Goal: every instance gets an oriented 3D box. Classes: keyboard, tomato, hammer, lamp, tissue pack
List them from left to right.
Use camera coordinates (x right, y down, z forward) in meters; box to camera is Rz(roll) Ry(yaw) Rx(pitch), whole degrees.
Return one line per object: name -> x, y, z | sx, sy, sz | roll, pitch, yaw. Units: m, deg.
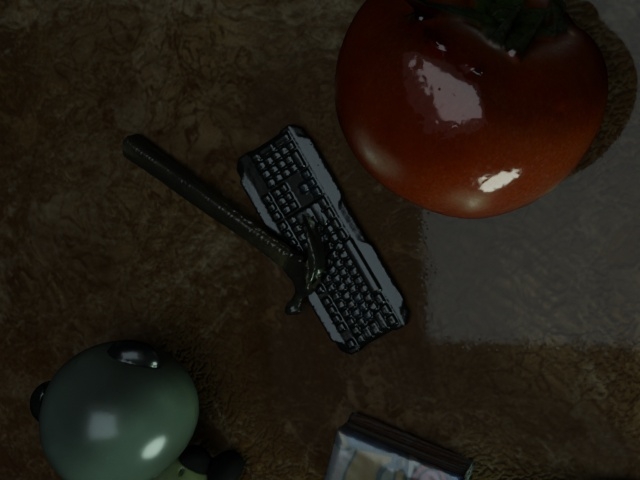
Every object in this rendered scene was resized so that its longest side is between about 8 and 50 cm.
lamp -> -0.219, 0.232, 1.327 | 0.197, 0.198, 0.244 | -29, 111, 24
hammer -> -0.118, -0.035, 1.297 | 0.297, 0.027, 0.125 | 35, 121, 19
keyboard -> 0.000, 0.000, 1.270 | 0.106, 0.016, 0.262 | -31, 87, 25
tissue pack -> 0.082, 0.279, 1.261 | 0.155, 0.065, 0.116 | 19, 107, 16
tomato -> 0.140, -0.144, 1.064 | 0.255, 0.256, 0.224 | 36, 128, 13
